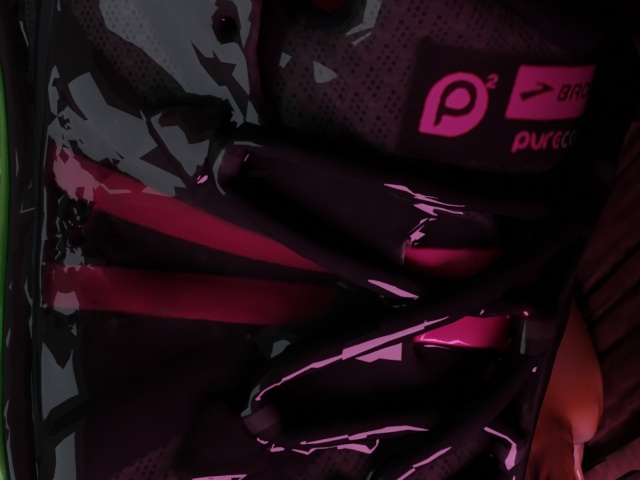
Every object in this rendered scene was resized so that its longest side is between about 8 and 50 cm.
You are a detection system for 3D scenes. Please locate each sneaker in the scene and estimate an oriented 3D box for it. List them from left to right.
[{"bbox_3d":[0.000,0.000,0.619,0.202,0.185,0.483,-19,85,48],"label":"sneaker"}]

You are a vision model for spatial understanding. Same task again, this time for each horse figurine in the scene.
[{"bbox_3d":[0.053,0.028,0.773,0.174,0.066,0.263,91,159,-62],"label":"horse figurine"}]
